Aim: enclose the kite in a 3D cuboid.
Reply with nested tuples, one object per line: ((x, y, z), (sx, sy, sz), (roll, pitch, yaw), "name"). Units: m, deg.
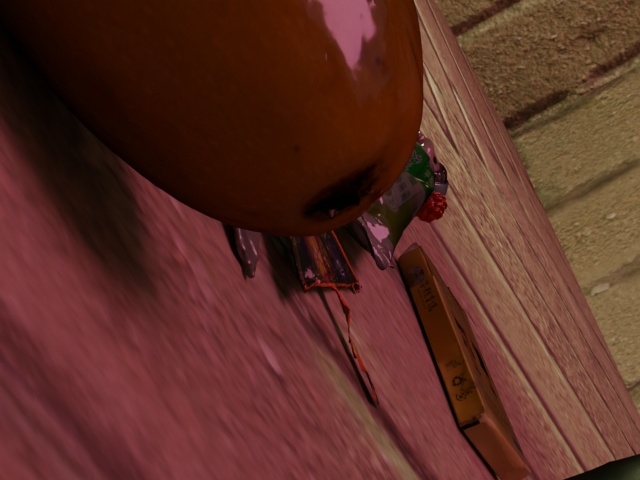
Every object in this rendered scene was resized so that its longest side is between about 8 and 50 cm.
((0.000, 0.000, 0.823), (0.190, 0.010, 0.159), (1, 69, -81), "kite")

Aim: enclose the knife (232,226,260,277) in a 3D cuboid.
((-0.038, -0.066, 0.814), (0.298, 0.017, 0.047), (-102, 173, -61), "knife")

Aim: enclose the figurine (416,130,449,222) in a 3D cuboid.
((0.049, -0.062, 1.199), (0.106, 0.047, 0.060), (57, 1, -18), "figurine")

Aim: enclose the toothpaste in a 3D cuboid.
((0.032, -0.032, 1.035), (0.078, 0.047, 0.248), (58, 11, -1), "toothpaste")

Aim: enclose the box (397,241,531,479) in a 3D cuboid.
((0.084, 0.072, 1.089), (0.073, 0.020, 0.149), (53, 13, -42), "box")

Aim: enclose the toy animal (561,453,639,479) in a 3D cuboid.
((0.116, 0.180, 0.404), (0.216, 0.191, 0.338), (58, 10, -26), "toy animal")

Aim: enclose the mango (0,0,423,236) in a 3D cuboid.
((-0.059, -0.112, 0.544), (0.253, 0.113, 0.138), (55, 13, -3), "mango")
